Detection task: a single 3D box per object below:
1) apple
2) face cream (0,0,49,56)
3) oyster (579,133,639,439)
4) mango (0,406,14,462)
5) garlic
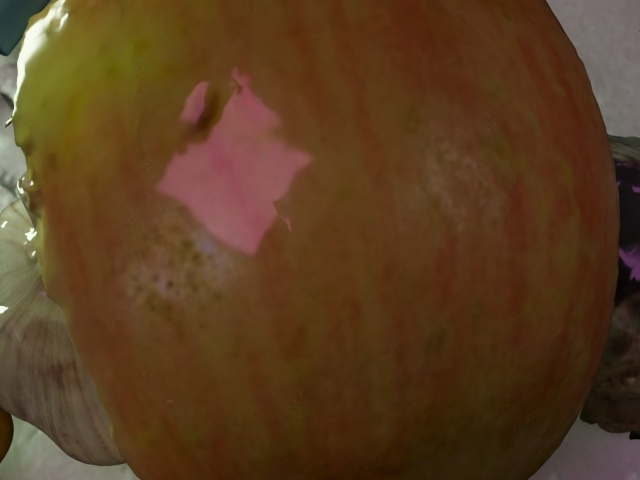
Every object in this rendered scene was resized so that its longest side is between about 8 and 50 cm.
[{"bbox_3d":[0.000,0.000,1.008,0.314,0.252,0.309,-12,74,-15],"label":"apple"},{"bbox_3d":[-0.171,-0.247,1.272,0.077,0.077,0.250,33,83,20],"label":"face cream"},{"bbox_3d":[0.168,-0.018,1.090,0.198,0.133,0.337,-45,71,-6],"label":"oyster"},{"bbox_3d":[-0.316,0.149,1.178,0.253,0.113,0.138,-13,59,4],"label":"mango"},{"bbox_3d":[-0.133,0.023,1.108,0.199,0.226,0.199,-4,68,11],"label":"garlic"}]
